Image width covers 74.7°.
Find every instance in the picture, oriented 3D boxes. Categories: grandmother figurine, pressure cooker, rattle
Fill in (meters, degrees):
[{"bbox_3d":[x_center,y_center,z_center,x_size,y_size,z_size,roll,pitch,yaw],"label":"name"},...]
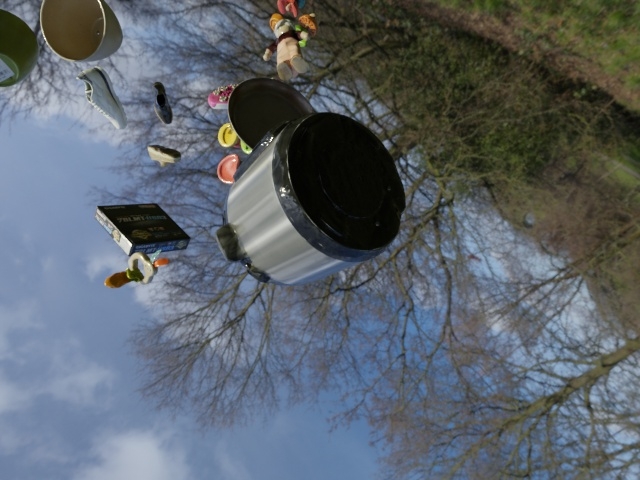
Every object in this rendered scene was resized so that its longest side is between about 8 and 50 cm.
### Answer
[{"bbox_3d":[-0.134,-0.777,1.685,0.104,0.208,0.342,67,-167,-52],"label":"grandmother figurine"},{"bbox_3d":[-0.048,-0.073,1.070,0.370,0.420,0.375,24,-120,-26],"label":"pressure cooker"},{"bbox_3d":[-0.663,0.101,1.513,0.142,0.199,0.130,6,-102,-51],"label":"rattle"}]

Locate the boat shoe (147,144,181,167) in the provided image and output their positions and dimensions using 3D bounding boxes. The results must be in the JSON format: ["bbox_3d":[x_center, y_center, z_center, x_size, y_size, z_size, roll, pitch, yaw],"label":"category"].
[{"bbox_3d":[-0.587,-0.312,1.590,0.068,0.072,0.190,-17,-149,-42],"label":"boat shoe"}]

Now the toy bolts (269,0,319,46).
[{"bbox_3d":[-0.117,-1.064,1.945,0.218,0.158,0.228,28,161,18],"label":"toy bolts"}]

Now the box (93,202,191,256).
[{"bbox_3d":[-0.780,-0.056,1.850,0.293,0.073,0.295,41,-154,23],"label":"box"}]

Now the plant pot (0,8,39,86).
[{"bbox_3d":[-1.271,-0.733,1.662,0.275,0.275,0.293,18,-153,-46],"label":"plant pot"}]

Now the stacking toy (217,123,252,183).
[{"bbox_3d":[-0.384,-0.435,2.158,0.279,0.309,0.130,5,-179,27],"label":"stacking toy"}]

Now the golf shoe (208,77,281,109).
[{"bbox_3d":[-0.272,-0.521,1.596,0.306,0.140,0.115,-16,-123,-21],"label":"golf shoe"}]

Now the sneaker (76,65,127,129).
[{"bbox_3d":[-0.795,-0.507,1.533,0.090,0.235,0.095,16,-132,32],"label":"sneaker"}]

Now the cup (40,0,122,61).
[{"bbox_3d":[-1.074,-0.988,1.962,0.331,0.331,0.237,42,-164,0],"label":"cup"}]

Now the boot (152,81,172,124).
[{"bbox_3d":[-0.729,-0.609,1.936,0.137,0.077,0.198,-120,17,-45],"label":"boot"}]

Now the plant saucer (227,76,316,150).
[{"bbox_3d":[-0.149,-0.380,1.346,0.310,0.050,0.311,10,-114,-24],"label":"plant saucer"}]
